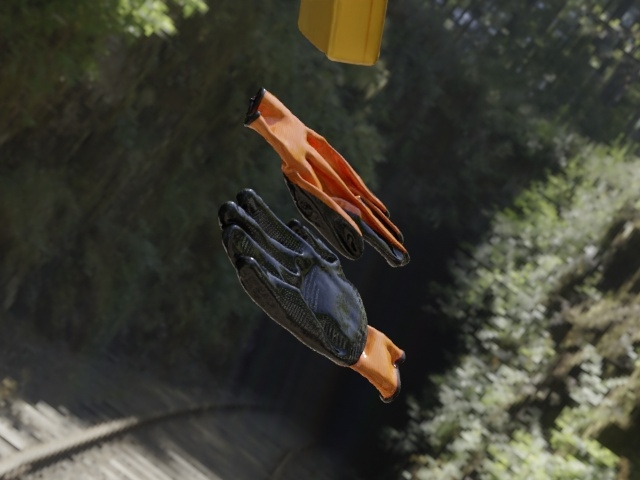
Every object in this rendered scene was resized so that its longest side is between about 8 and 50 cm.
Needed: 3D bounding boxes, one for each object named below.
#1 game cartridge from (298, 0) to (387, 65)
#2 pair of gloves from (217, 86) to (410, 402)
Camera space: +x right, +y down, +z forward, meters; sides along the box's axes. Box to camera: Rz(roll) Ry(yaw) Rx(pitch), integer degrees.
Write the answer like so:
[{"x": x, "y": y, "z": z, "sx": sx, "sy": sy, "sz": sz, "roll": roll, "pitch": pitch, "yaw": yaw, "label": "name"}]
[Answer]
[{"x": 0.032, "y": -0.300, "z": 0.973, "sx": 0.053, "sy": 0.285, "sz": 0.323, "roll": 6, "pitch": 14, "yaw": -8, "label": "game cartridge"}, {"x": 0.000, "y": 0.000, "z": 0.343, "sx": 0.074, "sy": 0.010, "sz": 0.083, "roll": 44, "pitch": 32, "yaw": -24, "label": "pair of gloves"}]
